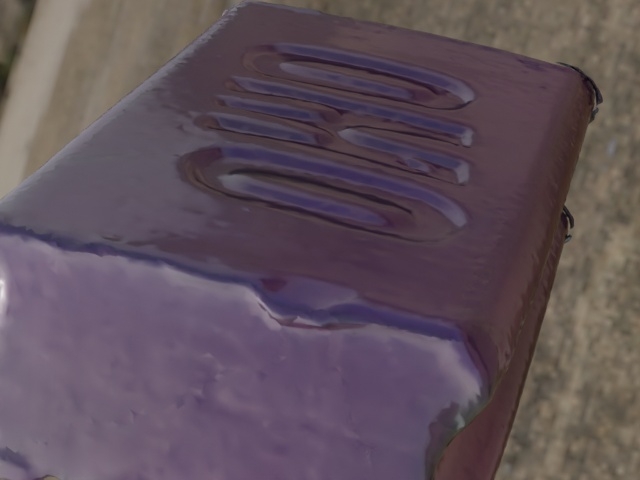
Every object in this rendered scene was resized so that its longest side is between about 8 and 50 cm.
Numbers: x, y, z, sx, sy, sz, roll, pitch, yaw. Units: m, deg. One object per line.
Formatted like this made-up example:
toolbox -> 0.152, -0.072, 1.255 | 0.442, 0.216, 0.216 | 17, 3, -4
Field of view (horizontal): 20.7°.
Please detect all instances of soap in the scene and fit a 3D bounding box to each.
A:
soap -> 0.000, 0.000, 0.448 | 0.203, 0.122, 0.065 | -57, -22, -65
